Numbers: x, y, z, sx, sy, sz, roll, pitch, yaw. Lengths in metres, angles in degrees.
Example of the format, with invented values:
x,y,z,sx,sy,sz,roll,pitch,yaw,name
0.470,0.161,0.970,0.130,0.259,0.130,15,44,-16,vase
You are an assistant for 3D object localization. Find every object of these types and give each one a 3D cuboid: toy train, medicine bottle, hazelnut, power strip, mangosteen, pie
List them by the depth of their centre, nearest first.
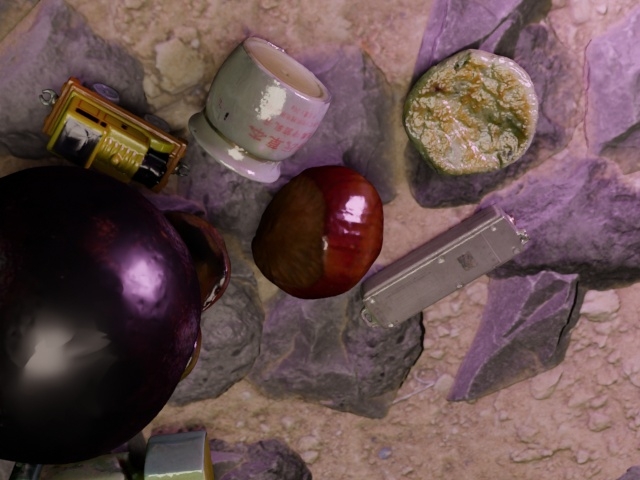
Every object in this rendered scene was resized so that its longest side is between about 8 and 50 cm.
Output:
x,y,z,sx,sy,sz,roll,pitch,yaw,name
-0.303,0.098,1.289,0.435,0.382,0.382,10,123,-50,mangosteen
-0.079,-0.166,1.300,0.147,0.147,0.143,30,113,-17,medicine bottle
-0.273,-0.130,1.319,0.219,0.127,0.089,29,112,-15,toy train
0.205,-0.172,1.372,0.186,0.041,0.187,-1,117,-2,pie
-0.007,-0.004,1.396,0.170,0.160,0.201,46,144,-9,hazelnut
0.175,0.041,1.473,0.272,0.052,0.078,-32,114,13,power strip
-0.326,0.444,1.597,0.397,0.160,0.253,-7,110,0,toy train
